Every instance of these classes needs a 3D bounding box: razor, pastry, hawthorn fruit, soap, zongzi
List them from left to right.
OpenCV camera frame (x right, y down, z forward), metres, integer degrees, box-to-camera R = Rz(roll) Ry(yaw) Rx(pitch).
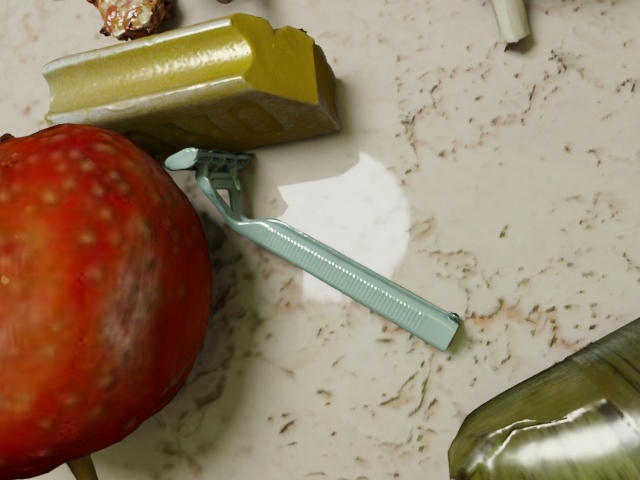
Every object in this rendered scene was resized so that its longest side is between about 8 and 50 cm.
[{"bbox_3d":[-0.223,0.076,0.440,0.287,0.287,0.330,-13,92,14],"label":"hawthorn fruit"},{"bbox_3d":[-0.220,-0.284,0.588,0.087,0.063,0.169,-35,78,7],"label":"pastry"},{"bbox_3d":[-0.109,-0.130,0.487,0.232,0.140,0.073,-7,83,15],"label":"soap"},{"bbox_3d":[-0.005,0.010,0.472,0.278,0.111,0.056,37,105,10],"label":"razor"},{"bbox_3d":[0.267,0.195,0.332,0.286,0.138,0.300,-34,76,12],"label":"zongzi"}]

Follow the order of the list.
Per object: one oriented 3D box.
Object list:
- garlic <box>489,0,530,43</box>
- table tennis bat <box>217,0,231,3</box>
[{"bbox_3d":[0.157,-0.275,0.434,0.218,0.218,0.212,9,122,17],"label":"garlic"},{"bbox_3d":[-0.053,-0.264,0.561,0.107,0.119,0.170,-19,47,30],"label":"table tennis bat"}]
